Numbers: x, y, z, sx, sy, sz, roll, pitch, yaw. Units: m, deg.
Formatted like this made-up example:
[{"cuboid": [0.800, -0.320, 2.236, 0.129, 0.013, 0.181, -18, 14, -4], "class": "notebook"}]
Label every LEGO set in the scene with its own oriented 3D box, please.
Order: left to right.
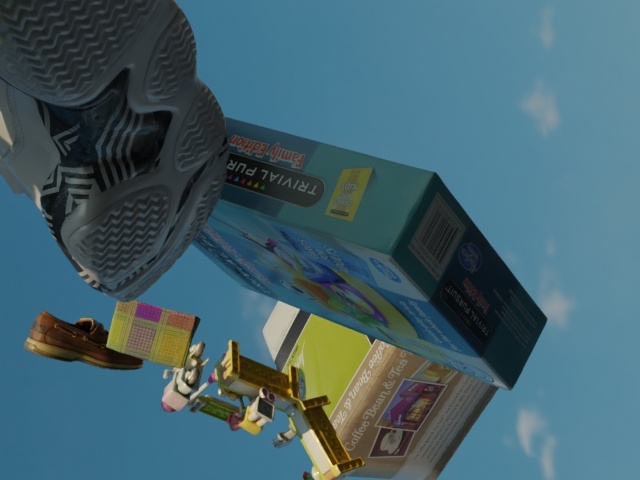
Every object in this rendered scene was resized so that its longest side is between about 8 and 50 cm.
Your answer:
[{"cuboid": [-0.057, 0.223, 1.338, 0.287, 0.107, 0.132, 40, -147, -10], "class": "LEGO set"}]

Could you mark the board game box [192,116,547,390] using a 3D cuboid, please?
[{"cuboid": [0.000, 0.000, 1.052, 0.079, 0.336, 0.254, -61, -40, -14], "class": "board game box"}]

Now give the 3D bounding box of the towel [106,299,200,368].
[{"cuboid": [-0.165, 0.091, 1.184, 0.083, 0.060, 0.009, 15, -162, -8], "class": "towel"}]

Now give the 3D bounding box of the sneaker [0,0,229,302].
[{"cuboid": [-0.184, -0.116, 0.772, 0.137, 0.210, 0.366, -45, -25, -22], "class": "sneaker"}]

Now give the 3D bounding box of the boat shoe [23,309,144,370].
[{"cuboid": [-0.304, 0.134, 1.592, 0.178, 0.064, 0.060, 18, -93, -41], "class": "boat shoe"}]

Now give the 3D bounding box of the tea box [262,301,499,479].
[{"cuboid": [0.105, 0.139, 1.828, 0.220, 0.329, 0.323, 11, -146, -28], "class": "tea box"}]
